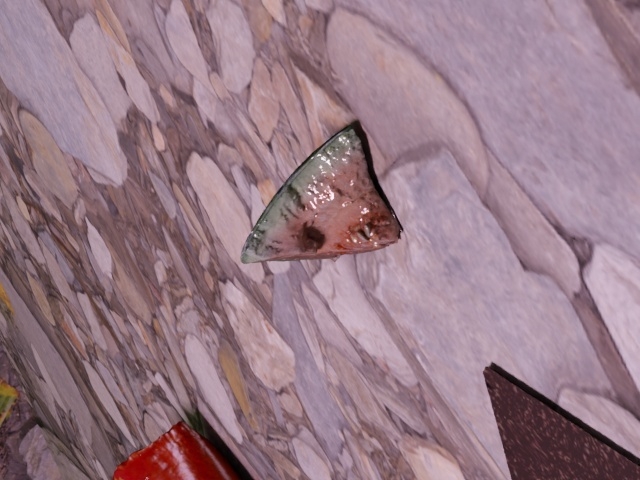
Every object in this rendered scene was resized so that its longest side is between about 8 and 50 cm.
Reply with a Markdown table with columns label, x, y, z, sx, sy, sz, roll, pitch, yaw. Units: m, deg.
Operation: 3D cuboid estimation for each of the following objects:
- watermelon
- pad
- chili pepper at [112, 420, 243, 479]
| label | x | y | z | sx | sy | sz | roll | pitch | yaw |
| --- | --- | --- | --- | --- | --- | --- | --- | --- | --- |
| watermelon | -0.007 | -0.007 | 1.027 | 0.080 | 0.101 | 0.155 | 50 | 170 | -5 |
| pad | 0.200 | 0.245 | 0.969 | 0.220 | 0.004 | 0.330 | 33 | 147 | 51 |
| chili pepper | -0.091 | 0.351 | 1.621 | 0.338 | 0.134 | 0.131 | 48 | 172 | 40 |
